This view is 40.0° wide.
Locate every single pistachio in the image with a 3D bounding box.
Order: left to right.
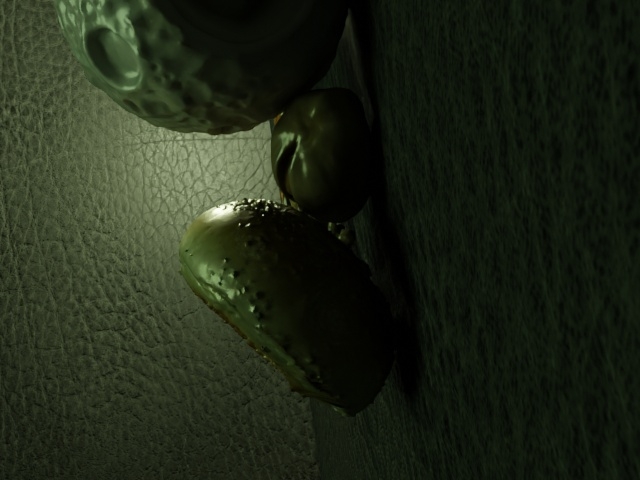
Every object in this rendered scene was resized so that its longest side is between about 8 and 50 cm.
[{"bbox_3d":[0.007,-0.092,0.994,0.185,0.124,0.124,75,-177,-59],"label":"pistachio"}]

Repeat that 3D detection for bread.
[{"bbox_3d":[-0.028,0.066,1.002,0.305,0.159,0.305,45,171,9],"label":"bread"}]

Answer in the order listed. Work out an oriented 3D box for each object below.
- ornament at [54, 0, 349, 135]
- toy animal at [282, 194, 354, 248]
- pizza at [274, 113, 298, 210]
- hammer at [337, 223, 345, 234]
[{"bbox_3d":[-0.133,-0.286,1.004,0.337,0.337,0.337,172,90,-85],"label":"ornament"},{"bbox_3d":[0.000,0.000,1.321,0.214,0.093,0.186,-171,83,-73],"label":"toy animal"},{"bbox_3d":[-0.052,-0.186,1.748,0.182,0.074,0.365,-121,23,-74],"label":"pizza"},{"bbox_3d":[0.015,-0.066,1.452,0.078,0.021,0.201,89,172,-54],"label":"hammer"}]
